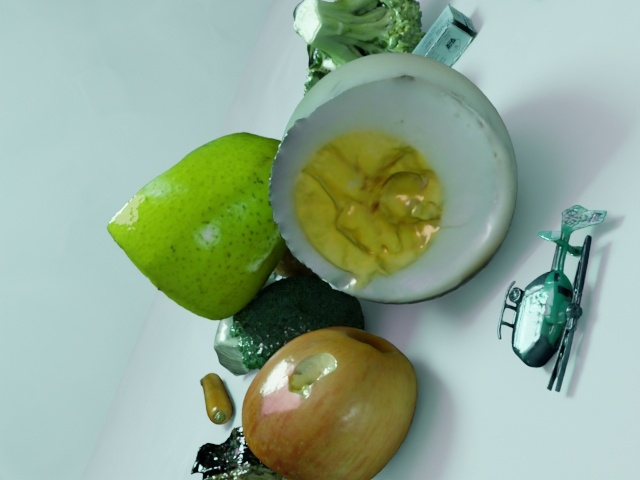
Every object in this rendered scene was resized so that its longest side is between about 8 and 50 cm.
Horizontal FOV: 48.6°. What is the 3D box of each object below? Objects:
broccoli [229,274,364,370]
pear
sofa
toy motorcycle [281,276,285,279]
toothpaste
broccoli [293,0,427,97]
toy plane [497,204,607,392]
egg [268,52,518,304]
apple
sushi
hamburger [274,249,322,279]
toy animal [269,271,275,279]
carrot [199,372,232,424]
[{"bbox_3d":[-0.043,0.189,1.321,0.269,0.253,0.269,-178,90,-87],"label":"broccoli"},{"bbox_3d":[-0.149,-0.038,1.235,0.318,0.238,0.342,-46,-12,4],"label":"pear"},{"bbox_3d":[-0.141,0.210,1.694,0.225,0.175,0.210,94,-170,-62],"label":"sofa"},{"bbox_3d":[0.000,0.000,1.583,0.254,0.092,0.136,-42,20,29],"label":"toy motorcycle"},{"bbox_3d":[0.203,-0.348,1.512,0.313,0.071,0.089,-52,22,31],"label":"toothpaste"},{"bbox_3d":[0.084,-0.463,1.642,0.277,0.317,0.339,50,150,25],"label":"broccoli"},{"bbox_3d":[0.283,0.065,0.870,0.096,0.060,0.235,-4,66,58],"label":"toy plane"},{"bbox_3d":[0.114,-0.121,1.112,0.355,0.354,0.340,-55,9,24],"label":"egg"},{"bbox_3d":[0.016,0.239,1.062,0.241,0.242,0.242,-55,22,6],"label":"apple"},{"bbox_3d":[-0.162,0.446,1.380,0.212,0.147,0.115,-39,28,36],"label":"sushi"},{"bbox_3d":[0.035,-0.055,1.387,0.162,0.208,0.330,-21,-50,-68],"label":"hamburger"},{"bbox_3d":[-0.145,0.056,1.893,0.176,0.073,0.217,128,165,-69],"label":"toy animal"},{"bbox_3d":[-0.263,0.398,1.790,0.067,0.067,0.225,-63,20,4],"label":"carrot"}]
